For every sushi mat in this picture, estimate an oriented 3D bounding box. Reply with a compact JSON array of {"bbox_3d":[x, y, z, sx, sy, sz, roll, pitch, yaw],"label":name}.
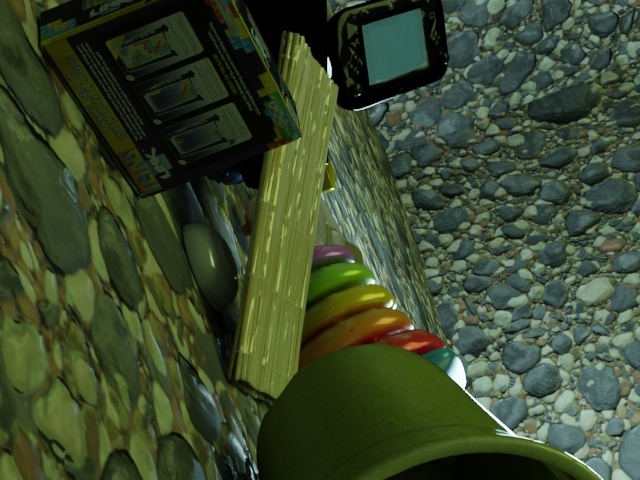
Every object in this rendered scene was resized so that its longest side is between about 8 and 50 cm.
[{"bbox_3d":[-0.029,-0.013,1.267,0.151,0.019,0.316,40,56,-70],"label":"sushi mat"}]

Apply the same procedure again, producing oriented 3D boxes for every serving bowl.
[{"bbox_3d":[-0.092,0.020,1.236,0.083,0.027,0.083,-20,90,-83],"label":"serving bowl"}]

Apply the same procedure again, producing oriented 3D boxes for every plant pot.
[{"bbox_3d":[0.063,0.209,1.056,0.254,0.276,0.276,-121,-174,-65],"label":"plant pot"}]

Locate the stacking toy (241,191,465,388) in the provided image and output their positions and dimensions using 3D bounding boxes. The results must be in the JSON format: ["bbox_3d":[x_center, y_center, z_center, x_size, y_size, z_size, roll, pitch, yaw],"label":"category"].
[{"bbox_3d":[0.005,0.066,1.437,0.302,0.175,0.166,60,0,23],"label":"stacking toy"}]

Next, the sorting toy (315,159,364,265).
[{"bbox_3d":[0.000,0.000,1.823,0.229,0.041,0.307,53,24,-50],"label":"sorting toy"}]

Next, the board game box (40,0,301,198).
[{"bbox_3d":[-0.109,-0.123,1.061,0.048,0.141,0.170,-101,168,-45],"label":"board game box"}]

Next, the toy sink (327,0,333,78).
[{"bbox_3d":[-0.084,-0.267,1.514,0.131,0.153,0.234,103,-31,-77],"label":"toy sink"}]

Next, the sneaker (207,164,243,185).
[{"bbox_3d":[-0.113,-0.149,1.327,0.083,0.087,0.221,-96,163,-61],"label":"sneaker"}]

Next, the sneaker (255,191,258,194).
[{"bbox_3d":[-0.045,-0.044,1.636,0.076,0.065,0.166,60,9,-29],"label":"sneaker"}]

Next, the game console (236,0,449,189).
[{"bbox_3d":[0.024,-0.194,1.409,0.361,0.044,0.213,-26,122,-49],"label":"game console"}]
